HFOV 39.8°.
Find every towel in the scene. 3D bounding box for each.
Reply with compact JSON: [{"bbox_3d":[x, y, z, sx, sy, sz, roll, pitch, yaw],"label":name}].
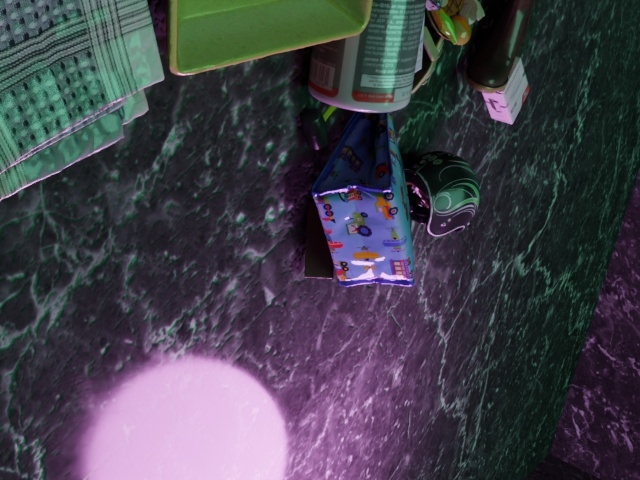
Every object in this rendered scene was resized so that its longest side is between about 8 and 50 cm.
[{"bbox_3d":[-0.298,-0.205,0.902,0.312,0.056,0.324,-41,142,-38],"label":"towel"}]

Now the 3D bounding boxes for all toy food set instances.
[{"bbox_3d":[0.240,-0.421,1.598,0.192,0.038,0.132,-45,115,-35],"label":"toy food set"}]

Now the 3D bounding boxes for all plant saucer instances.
[{"bbox_3d":[-0.063,-0.395,1.072,0.332,0.081,0.333,-22,133,-36],"label":"plant saucer"}]

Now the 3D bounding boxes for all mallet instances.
[{"bbox_3d":[0.025,-0.234,1.437,0.190,0.039,0.062,-58,147,-25],"label":"mallet"}]

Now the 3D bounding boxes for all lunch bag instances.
[{"bbox_3d":[0.099,-0.101,1.518,0.293,0.138,0.221,-74,156,-43],"label":"lunch bag"}]

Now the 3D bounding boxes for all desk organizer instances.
[{"bbox_3d":[0.000,0.000,1.532,0.047,0.050,0.130,-108,-159,-85],"label":"desk organizer"}]

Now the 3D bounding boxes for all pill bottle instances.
[{"bbox_3d":[0.075,-0.346,1.306,0.161,0.161,0.283,-26,131,-50],"label":"pill bottle"}]

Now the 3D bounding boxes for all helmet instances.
[{"bbox_3d":[0.234,-0.092,1.742,0.161,0.169,0.170,-16,125,-34],"label":"helmet"}]

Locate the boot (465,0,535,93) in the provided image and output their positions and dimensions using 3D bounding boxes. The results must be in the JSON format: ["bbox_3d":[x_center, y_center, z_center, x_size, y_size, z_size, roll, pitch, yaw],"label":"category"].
[{"bbox_3d":[0.372,-0.429,1.782,0.248,0.090,0.207,-55,163,-46],"label":"boot"}]

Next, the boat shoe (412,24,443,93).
[{"bbox_3d":[0.186,-0.322,1.615,0.153,0.056,0.048,-66,152,-20],"label":"boat shoe"}]

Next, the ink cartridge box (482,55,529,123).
[{"bbox_3d":[0.412,-0.338,1.968,0.099,0.056,0.135,-61,150,-11],"label":"ink cartridge box"}]

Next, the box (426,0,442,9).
[{"bbox_3d":[0.189,-0.475,1.507,0.094,0.027,0.137,20,77,-60],"label":"box"}]

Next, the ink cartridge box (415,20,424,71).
[{"bbox_3d":[0.134,-0.341,1.516,0.088,0.052,0.123,-38,138,-40],"label":"ink cartridge box"}]
